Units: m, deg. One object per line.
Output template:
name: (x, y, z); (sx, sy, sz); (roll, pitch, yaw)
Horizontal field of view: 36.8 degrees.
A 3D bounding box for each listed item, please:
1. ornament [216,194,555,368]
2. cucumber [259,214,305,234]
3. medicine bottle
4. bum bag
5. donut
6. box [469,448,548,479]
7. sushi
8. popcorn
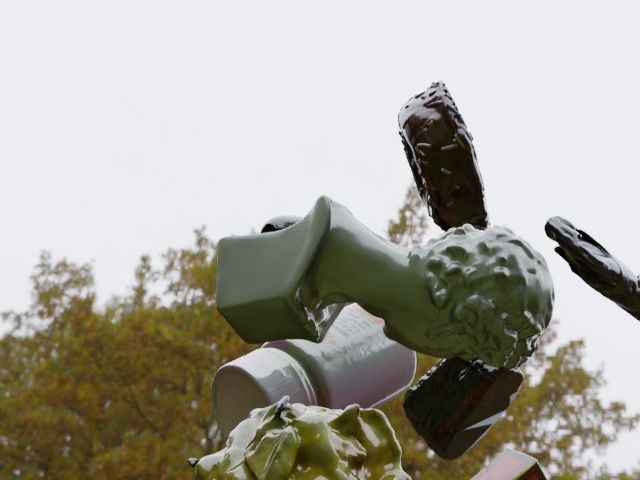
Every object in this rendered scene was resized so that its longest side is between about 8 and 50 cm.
ornament: (0.052, 0.033, 0.802); (0.285, 0.121, 0.130); (9, -25, 6)
cucumber: (0.000, 0.000, 1.653); (0.243, 0.063, 0.115); (16, 5, -46)
medicine bottle: (-0.009, 0.274, 1.893); (0.219, 0.388, 0.219); (20, -61, 40)
bum bag: (0.414, 0.052, 1.355); (0.248, 0.123, 0.060); (29, -73, -32)
donut: (0.180, -0.116, 1.432); (0.089, 0.235, 0.235); (-20, -52, 3)
box: (0.178, 0.372, 1.096); (0.153, 0.239, 0.074); (59, -19, -10)
sushi: (0.252, 0.277, 1.725); (0.136, 0.126, 0.225); (22, -72, -49)
popcorn: (-0.020, 0.242, 0.985); (0.189, 0.218, 0.169); (-28, -77, 40)
